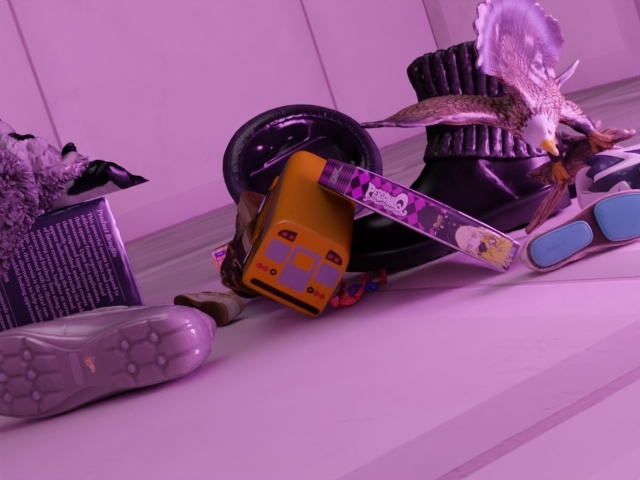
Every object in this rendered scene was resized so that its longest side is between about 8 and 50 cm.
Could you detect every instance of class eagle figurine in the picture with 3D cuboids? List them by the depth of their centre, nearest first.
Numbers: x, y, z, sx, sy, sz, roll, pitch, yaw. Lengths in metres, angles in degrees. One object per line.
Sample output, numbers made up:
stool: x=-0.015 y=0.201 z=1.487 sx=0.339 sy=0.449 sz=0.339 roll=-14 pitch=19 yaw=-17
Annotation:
eagle figurine: x=0.225 y=-0.166 z=1.447 sx=0.225 sy=0.298 sz=0.226 roll=4 pitch=67 yaw=65

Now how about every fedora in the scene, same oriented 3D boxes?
fedora: x=-0.042 y=-0.126 z=2.526 sx=0.334 sy=0.334 sz=0.152 roll=-21 pitch=-24 yaw=-19

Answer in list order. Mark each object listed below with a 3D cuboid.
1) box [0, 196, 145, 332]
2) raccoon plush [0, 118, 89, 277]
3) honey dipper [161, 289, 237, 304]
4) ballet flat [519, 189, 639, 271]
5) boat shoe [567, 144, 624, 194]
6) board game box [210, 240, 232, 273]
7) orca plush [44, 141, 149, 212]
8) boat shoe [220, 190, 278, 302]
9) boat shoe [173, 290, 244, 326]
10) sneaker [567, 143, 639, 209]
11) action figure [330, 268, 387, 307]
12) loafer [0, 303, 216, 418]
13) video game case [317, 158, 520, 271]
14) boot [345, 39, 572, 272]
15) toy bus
box: x=-0.555 y=0.090 z=2.108 sx=0.395 sy=0.212 sz=0.293 roll=-21 pitch=6 yaw=-26
raccoon plush: x=-0.500 y=0.022 z=1.857 sx=0.216 sy=0.446 sz=0.299 roll=-4 pitch=-6 yaw=32
honey dipper: x=-0.193 y=0.097 z=1.849 sx=0.160 sy=0.030 sz=0.030 roll=-17 pitch=6 yaw=-11
ballet flat: x=0.290 y=-0.012 z=1.301 sx=0.168 sy=0.057 sz=0.052 roll=-19 pitch=-3 yaw=-5
boat shoe: x=0.358 y=-0.094 z=1.745 sx=0.178 sy=0.064 sz=0.060 roll=-21 pitch=8 yaw=2
board game box: x=-0.102 y=0.000 z=2.226 sx=0.193 sy=0.045 sz=0.147 roll=-23 pitch=3 yaw=0
orca plush: x=-0.420 y=-0.113 z=2.040 sx=0.151 sy=0.102 sz=0.287 roll=-22 pitch=8 yaw=-34
boat shoe: x=-0.083 y=0.033 z=1.766 sx=0.123 sy=0.123 sz=0.342 roll=20 pitch=15 yaw=-18
boat shoe: x=-0.155 y=0.095 z=1.684 sx=0.045 sy=0.050 sz=0.135 roll=-19 pitch=16 yaw=-37
sneaker: x=0.375 y=-0.079 z=1.431 sx=0.153 sy=0.094 sz=0.235 roll=-5 pitch=22 yaw=29
action figure: x=0.042 y=0.061 z=1.497 sx=0.038 sy=0.030 sz=0.115 roll=-9 pitch=13 yaw=31
loafer: x=-0.273 y=0.138 z=1.411 sx=0.319 sy=0.112 sz=0.111 roll=-9 pitch=4 yaw=15
video game case: x=0.110 y=-0.035 z=1.449 sx=0.210 sy=0.042 sz=0.232 roll=25 pitch=2 yaw=-10
boot: x=0.152 y=-0.119 z=1.651 sx=0.348 sy=0.260 sz=0.131 roll=-20 pitch=6 yaw=-3
toy bus: x=-0.024 y=-0.019 z=1.581 sx=0.130 sy=0.108 sz=0.333 roll=-62 pitch=7 yaw=22
